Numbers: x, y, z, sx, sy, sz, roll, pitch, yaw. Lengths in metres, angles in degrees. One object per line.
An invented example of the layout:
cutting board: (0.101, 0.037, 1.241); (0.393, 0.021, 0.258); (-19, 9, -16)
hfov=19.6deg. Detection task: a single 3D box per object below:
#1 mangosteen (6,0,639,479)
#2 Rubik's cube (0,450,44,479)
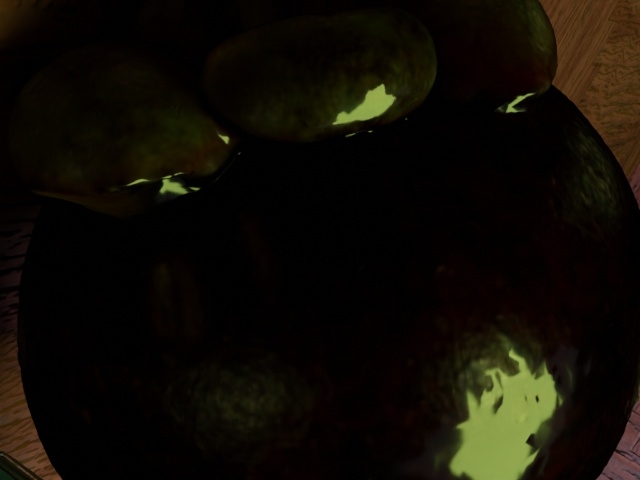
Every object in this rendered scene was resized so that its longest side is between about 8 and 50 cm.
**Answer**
mangosteen: (0.000, 0.000, 0.864); (0.307, 0.307, 0.347); (-44, 131, -42)
Rubik's cube: (-0.173, 0.298, 0.988); (0.231, 0.224, 0.221); (-43, 160, -41)
